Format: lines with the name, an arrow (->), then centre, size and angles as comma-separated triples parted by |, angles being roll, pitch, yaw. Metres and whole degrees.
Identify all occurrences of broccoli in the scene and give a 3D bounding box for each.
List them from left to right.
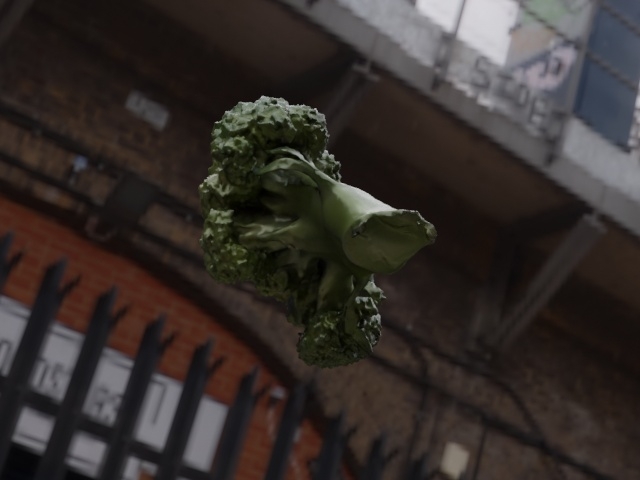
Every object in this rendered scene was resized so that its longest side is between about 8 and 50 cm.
broccoli -> -0.022, 0.015, 1.551 | 0.186, 0.302, 0.254 | -13, -53, -13
